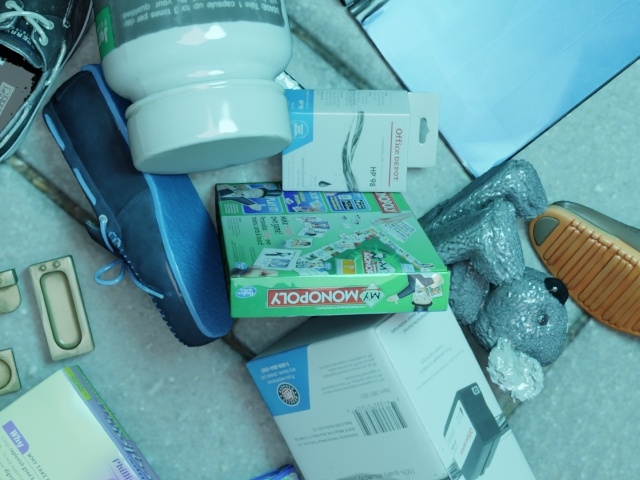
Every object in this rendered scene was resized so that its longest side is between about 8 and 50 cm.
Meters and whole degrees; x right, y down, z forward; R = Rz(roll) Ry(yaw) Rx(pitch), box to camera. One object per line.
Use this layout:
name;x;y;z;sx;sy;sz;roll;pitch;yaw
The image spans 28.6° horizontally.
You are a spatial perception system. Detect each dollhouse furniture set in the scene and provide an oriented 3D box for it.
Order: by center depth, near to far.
dollhouse furniture set;-0.340;0.106;1.404;0.151;0.123;0.144;-14;95;-6

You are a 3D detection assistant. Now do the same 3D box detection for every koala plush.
koala plush;0.202;0.061;1.442;0.203;0.196;0.221;-31;105;32

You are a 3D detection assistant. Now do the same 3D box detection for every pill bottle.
pill bottle;-0.142;-0.265;1.337;0.204;0.204;0.361;-9;83;-6

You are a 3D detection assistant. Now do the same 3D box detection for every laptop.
laptop;0.225;-0.341;1.397;0.382;0.408;0.236;-38;63;-4

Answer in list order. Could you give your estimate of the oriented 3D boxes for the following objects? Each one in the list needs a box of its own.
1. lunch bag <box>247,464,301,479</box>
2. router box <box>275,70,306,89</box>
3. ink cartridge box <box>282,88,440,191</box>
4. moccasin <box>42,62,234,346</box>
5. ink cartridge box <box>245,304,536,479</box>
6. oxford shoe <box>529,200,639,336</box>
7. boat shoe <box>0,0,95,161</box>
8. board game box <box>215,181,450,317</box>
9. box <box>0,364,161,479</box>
lunch bag;-0.074;0.351;1.471;0.151;0.096;0.128;-22;95;-24
router box;-0.088;-0.177;1.460;0.122;0.038;0.092;41;89;-7
ink cartridge box;0.046;-0.113;1.428;0.180;0.060;0.104;1;123;1
moccasin;-0.206;-0.031;1.421;0.117;0.138;0.342;-28;77;21
ink cartridge box;0.088;0.225;1.403;0.129;0.223;0.307;-33;99;-43
oxford shoe;0.421;0.045;1.514;0.364;0.130;0.132;32;56;-1
boat shoe;-0.332;-0.222;1.395;0.108;0.102;0.301;28;90;-8
board game box;0.000;0.000;1.342;0.214;0.317;0.046;-1;109;-7
box;-0.318;0.296;1.408;0.243;0.117;0.213;-37;88;-3
